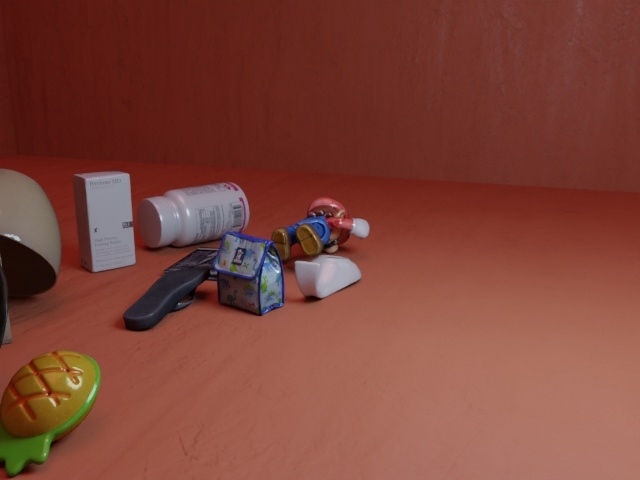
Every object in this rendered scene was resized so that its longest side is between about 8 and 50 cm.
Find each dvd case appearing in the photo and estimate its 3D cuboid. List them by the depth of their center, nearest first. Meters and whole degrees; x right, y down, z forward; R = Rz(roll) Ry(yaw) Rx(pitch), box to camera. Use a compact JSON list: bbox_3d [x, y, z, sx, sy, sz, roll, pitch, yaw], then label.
[{"bbox_3d":[-0.270,0.056,1.605,0.164,0.018,0.221,3,16,13],"label":"dvd case"}]

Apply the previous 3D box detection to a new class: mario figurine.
[{"bbox_3d":[0.000,0.000,1.653,0.198,0.170,0.320,27,21,14],"label":"mario figurine"}]

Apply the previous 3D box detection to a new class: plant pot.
[{"bbox_3d":[-0.659,-0.035,1.315,0.283,0.284,0.191,2,58,5],"label":"plant pot"}]

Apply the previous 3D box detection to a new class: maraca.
[{"bbox_3d":[-0.366,0.220,0.841,0.127,0.099,0.186,3,41,20],"label":"maraca"}]

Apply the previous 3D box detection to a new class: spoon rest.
[{"bbox_3d":[0.007,0.080,1.443,0.137,0.084,0.276,6,3,18],"label":"spoon rest"}]

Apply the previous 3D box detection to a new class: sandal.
[{"bbox_3d":[-0.313,0.121,1.317,0.097,0.055,0.254,-1,23,25],"label":"sandal"}]

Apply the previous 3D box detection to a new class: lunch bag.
[{"bbox_3d":[-0.147,0.063,1.320,0.128,0.151,0.096,12,18,34],"label":"lunch bag"}]

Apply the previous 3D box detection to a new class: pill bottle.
[{"bbox_3d":[-0.356,-0.070,1.802,0.283,0.161,0.160,-13,20,-42],"label":"pill bottle"}]

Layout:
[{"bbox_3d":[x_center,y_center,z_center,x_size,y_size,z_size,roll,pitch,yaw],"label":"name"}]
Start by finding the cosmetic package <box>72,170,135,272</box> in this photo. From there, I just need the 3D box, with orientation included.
[{"bbox_3d":[-0.530,-0.049,1.579,0.117,0.231,0.085,-13,20,-40],"label":"cosmetic package"}]

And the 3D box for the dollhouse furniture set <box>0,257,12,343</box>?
[{"bbox_3d":[-0.680,0.109,1.114,0.242,0.161,0.212,-8,17,-28],"label":"dollhouse furniture set"}]

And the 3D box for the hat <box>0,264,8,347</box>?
[{"bbox_3d":[-0.597,0.149,0.927,0.331,0.332,0.134,-1,-26,-5],"label":"hat"}]
